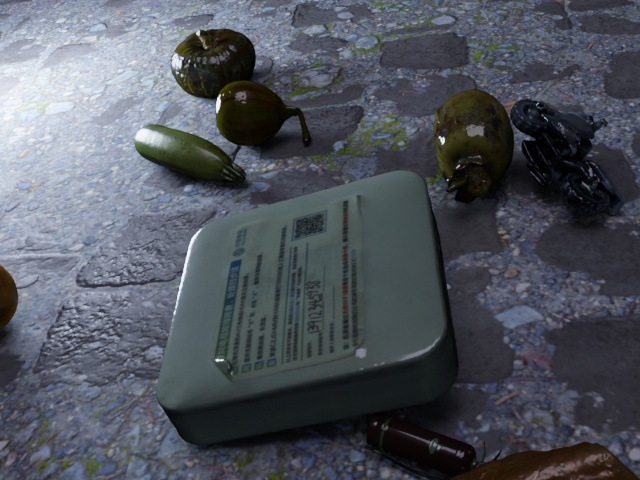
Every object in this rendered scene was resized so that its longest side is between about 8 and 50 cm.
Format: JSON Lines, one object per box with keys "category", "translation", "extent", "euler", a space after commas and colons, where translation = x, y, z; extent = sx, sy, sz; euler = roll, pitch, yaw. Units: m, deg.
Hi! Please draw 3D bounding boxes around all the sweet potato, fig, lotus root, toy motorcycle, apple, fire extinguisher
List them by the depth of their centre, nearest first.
{"category": "sweet potato", "translation": [0.219, 0.273, 0.834], "extent": [0.252, 0.097, 0.097], "euler": [-16, 34, 13]}
{"category": "fire extinguisher", "translation": [0.130, 0.250, 0.931], "extent": [0.158, 0.043, 0.064], "euler": [14, 59, 32]}
{"category": "apple", "translation": [-0.563, 0.095, 1.258], "extent": [0.147, 0.146, 0.146], "euler": [-7, 35, 5]}
{"category": "toy motorcycle", "translation": [0.434, -0.146, 1.337], "extent": [0.159, 0.106, 0.270], "euler": [1, 48, -28]}
{"category": "lotus root", "translation": [0.271, -0.162, 1.377], "extent": [0.154, 0.154, 0.278], "euler": [-3, 37, 12]}
{"category": "fig", "translation": [-0.132, -0.271, 1.646], "extent": [0.186, 0.142, 0.148], "euler": [-14, 60, 18]}

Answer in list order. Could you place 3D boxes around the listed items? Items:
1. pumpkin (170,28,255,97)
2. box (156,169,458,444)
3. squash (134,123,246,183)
{"category": "pumpkin", "translation": [-0.266, -0.450, 1.922], "extent": [0.219, 0.162, 0.219], "euler": [-9, 39, 7]}
{"category": "box", "translation": [-0.020, 0.082, 1.105], "extent": [0.397, 0.111, 0.396], "euler": [-14, 37, 13]}
{"category": "squash", "translation": [-0.277, -0.180, 1.606], "extent": [0.341, 0.094, 0.094], "euler": [22, 47, 37]}
